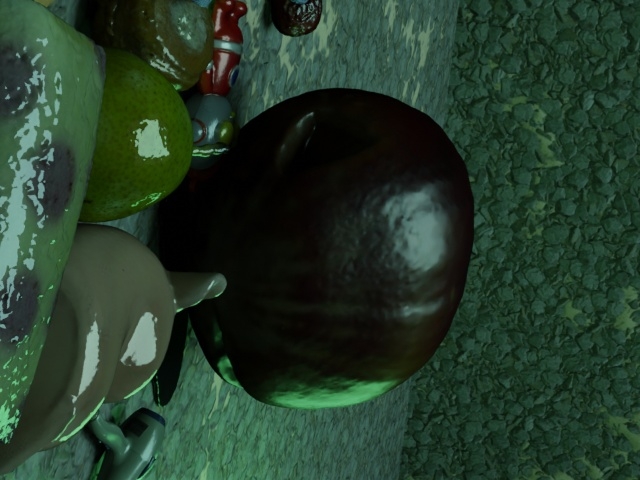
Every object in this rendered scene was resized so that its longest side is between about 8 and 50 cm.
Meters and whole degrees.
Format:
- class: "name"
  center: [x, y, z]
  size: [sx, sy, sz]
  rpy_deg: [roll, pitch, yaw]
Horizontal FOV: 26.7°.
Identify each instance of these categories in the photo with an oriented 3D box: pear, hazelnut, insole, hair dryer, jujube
- class: "pear"
  center: [-0.183, -0.093, 1.249]
  size: [0.180, 0.216, 0.166]
  rpy_deg: [-177, -81, -69]
- class: "hazelnut"
  center: [0.000, 0.000, 1.788]
  size: [0.402, 0.402, 0.429]
  rpy_deg: [-56, 165, -56]
- class: "insole"
  center: [-0.195, 0.067, 1.770]
  size: [0.119, 0.009, 0.348]
  rpy_deg: [-58, 156, -58]
- class: "hair dryer"
  center: [-0.265, 0.267, 1.599]
  size: [0.199, 0.067, 0.167]
  rpy_deg: [39, 70, -63]
- class: "jujube"
  center: [-0.033, -0.353, 1.910]
  size: [0.077, 0.077, 0.129]
  rpy_deg: [-28, 124, -72]

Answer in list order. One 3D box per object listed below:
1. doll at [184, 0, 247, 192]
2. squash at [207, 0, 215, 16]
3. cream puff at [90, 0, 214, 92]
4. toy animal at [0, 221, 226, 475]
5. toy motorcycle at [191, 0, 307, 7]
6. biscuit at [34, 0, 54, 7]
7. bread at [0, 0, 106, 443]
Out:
- class: "doll"
  center: [-0.135, -0.179, 1.661]
  size: [0.142, 0.076, 0.245]
  rpy_deg: [-1, 99, -77]
- class: "squash"
  center: [-0.144, -0.337, 1.493]
  size: [0.069, 0.069, 0.258]
  rpy_deg: [-58, 156, -54]
- class: "cream puff"
  center: [-0.177, -0.209, 1.384]
  size: [0.144, 0.103, 0.126]
  rpy_deg: [-13, 90, -60]
- class: "toy animal"
  center: [-0.235, 0.088, 1.252]
  size: [0.213, 0.195, 0.256]
  rpy_deg: [-66, 171, 9]
- class: "toy motorcycle"
  center: [-0.119, -0.309, 1.376]
  size: [0.254, 0.135, 0.092]
  rpy_deg: [12, 123, -48]
- class: "biscuit"
  center: [-0.241, -0.330, 1.187]
  size: [0.160, 0.030, 0.250]
  rpy_deg: [-58, 157, -54]
- class: "bread"
  center: [-0.276, -0.015, 1.061]
  size: [0.187, 0.155, 0.338]
  rpy_deg: [32, 70, -73]
